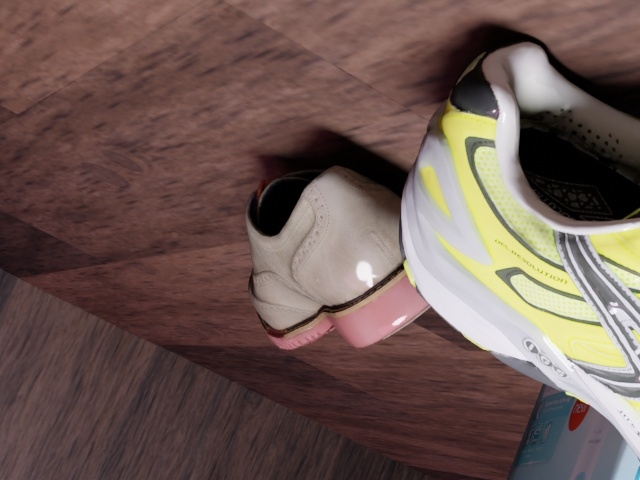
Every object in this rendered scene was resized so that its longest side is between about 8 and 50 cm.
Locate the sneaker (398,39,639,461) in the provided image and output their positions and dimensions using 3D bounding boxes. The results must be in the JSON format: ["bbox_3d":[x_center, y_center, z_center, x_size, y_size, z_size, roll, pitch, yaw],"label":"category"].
[{"bbox_3d":[0.197,0.044,0.700,0.384,0.145,0.147,31,150,20],"label":"sneaker"}]

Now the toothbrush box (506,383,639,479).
[{"bbox_3d":[0.206,0.161,0.928,0.126,0.295,0.216,25,167,-5],"label":"toothbrush box"}]

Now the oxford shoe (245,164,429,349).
[{"bbox_3d":[0.000,0.000,1.113,0.130,0.123,0.348,52,163,-7],"label":"oxford shoe"}]
